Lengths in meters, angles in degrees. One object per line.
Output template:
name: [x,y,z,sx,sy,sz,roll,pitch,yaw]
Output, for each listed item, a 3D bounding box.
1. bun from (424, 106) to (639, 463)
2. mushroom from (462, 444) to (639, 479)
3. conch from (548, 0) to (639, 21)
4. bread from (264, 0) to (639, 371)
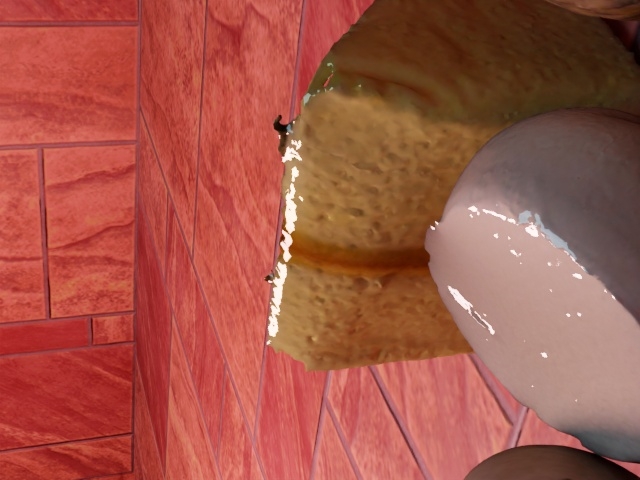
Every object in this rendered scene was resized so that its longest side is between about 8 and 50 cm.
bun: [0.144,0.012,0.453,0.173,0.120,0.173,45,162,19]
mushroom: [0.114,0.213,0.481,0.209,0.206,0.206,-44,49,38]
conch: [0.140,-0.169,0.362,0.210,0.159,0.291,-35,17,29]
bread: [0.046,-0.074,0.647,0.263,0.198,0.236,103,161,-47]
